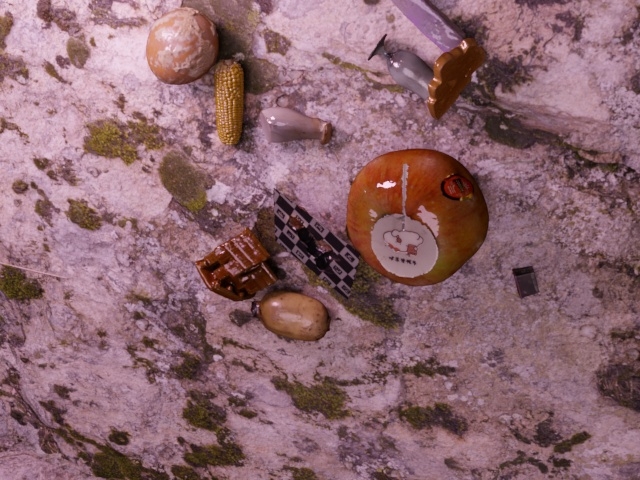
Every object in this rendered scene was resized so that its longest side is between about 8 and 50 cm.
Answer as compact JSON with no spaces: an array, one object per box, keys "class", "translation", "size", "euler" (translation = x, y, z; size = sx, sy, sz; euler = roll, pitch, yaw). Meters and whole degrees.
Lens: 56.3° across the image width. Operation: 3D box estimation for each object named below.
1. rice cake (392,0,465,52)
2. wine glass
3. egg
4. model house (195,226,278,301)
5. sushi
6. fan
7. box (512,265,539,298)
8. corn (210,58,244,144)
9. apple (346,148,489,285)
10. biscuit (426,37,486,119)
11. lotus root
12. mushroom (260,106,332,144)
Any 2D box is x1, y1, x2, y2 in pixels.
[{"class":"rice cake","translation":[0.236,-0.643,1.601],"size":[0.399,0.064,0.070],"euler":[41,127,-5]},{"class":"wine glass","translation":[0.236,-0.478,1.659],"size":[0.202,0.093,0.093],"euler":[35,118,-1]},{"class":"egg","translation":[-0.405,-0.559,1.739],"size":[0.203,0.203,0.245],"euler":[45,121,-7]},{"class":"model house","translation":[-0.253,0.087,1.982],"size":[0.229,0.220,0.199],"euler":[-34,86,38]},{"class":"sushi","translation":[0.000,0.000,1.865],"size":[0.339,0.069,0.320],"euler":[38,154,18]},{"class":"fan","translation":[0.216,-0.046,1.543],"size":[0.191,0.009,0.328],"euler":[12,121,28]},{"class":"box","translation":[0.633,0.127,1.842],"size":[0.063,0.060,0.084],"euler":[-15,108,13]},{"class":"corn","translation":[-0.279,-0.422,1.829],"size":[0.091,0.091,0.259],"euler":[21,123,26]},{"class":"apple","translation":[0.280,-0.072,1.711],"size":[0.401,0.334,0.399],"euler":[15,118,30]},{"class":"biscuit","translation":[0.350,-0.433,1.610],"size":[0.041,0.212,0.238],"euler":[44,135,23]},{"class":"lotus root","translation":[-0.103,0.256,2.056],"size":[0.285,0.146,0.160],"euler":[10,96,4]},{"class":"mushroom","translation":[-0.076,-0.350,1.811],"size":[0.225,0.093,0.116],"euler":[-1,136,6]}]
